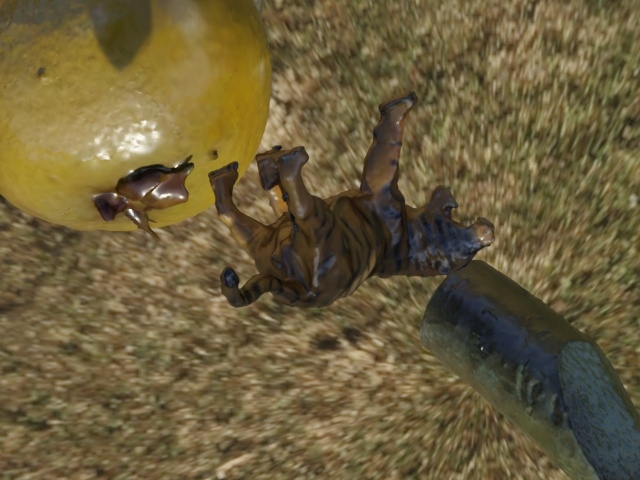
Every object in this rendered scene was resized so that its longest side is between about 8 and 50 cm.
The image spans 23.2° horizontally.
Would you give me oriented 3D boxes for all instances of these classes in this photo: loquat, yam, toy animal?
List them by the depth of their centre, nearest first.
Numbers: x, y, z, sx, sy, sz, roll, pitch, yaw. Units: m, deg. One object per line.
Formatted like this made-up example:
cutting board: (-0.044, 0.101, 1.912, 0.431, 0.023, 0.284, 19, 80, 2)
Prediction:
toy animal: (-0.006, 0.002, 0.870, 0.114, 0.255, 0.116, -20, 96, 30)
yam: (0.187, 0.117, 1.274, 0.106, 0.106, 0.259, -50, 52, 0)
loquat: (-0.164, -0.128, 1.293, 0.275, 0.275, 0.274, -1, 85, 6)

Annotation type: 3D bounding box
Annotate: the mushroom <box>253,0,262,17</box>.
mushroom: (-0.132, -0.270, 1.513, 0.141, 0.117, 0.188, -12, 94, 49)
